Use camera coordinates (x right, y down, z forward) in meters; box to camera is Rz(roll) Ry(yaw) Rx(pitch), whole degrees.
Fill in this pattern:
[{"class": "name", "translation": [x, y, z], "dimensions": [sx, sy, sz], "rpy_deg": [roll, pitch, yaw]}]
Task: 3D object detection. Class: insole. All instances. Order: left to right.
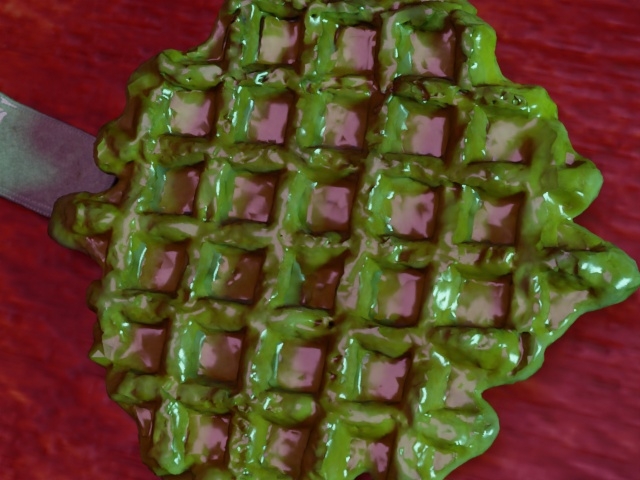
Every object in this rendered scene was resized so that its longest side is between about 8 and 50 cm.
[{"class": "insole", "translation": [-0.184, -0.060, 0.730], "dimensions": [0.192, 0.010, 0.063], "rpy_deg": [25, 81, 18]}]

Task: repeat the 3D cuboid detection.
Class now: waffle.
[{"class": "waffle", "translation": [0.000, 0.000, 0.647], "dimensions": [0.238, 0.059, 0.243], "rpy_deg": [-35, 71, 2]}]
